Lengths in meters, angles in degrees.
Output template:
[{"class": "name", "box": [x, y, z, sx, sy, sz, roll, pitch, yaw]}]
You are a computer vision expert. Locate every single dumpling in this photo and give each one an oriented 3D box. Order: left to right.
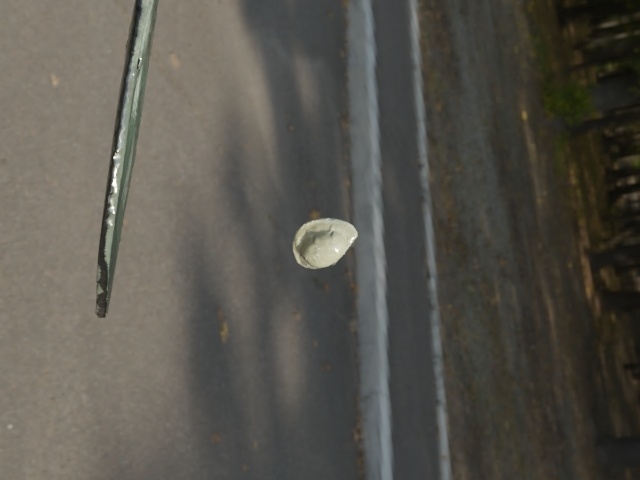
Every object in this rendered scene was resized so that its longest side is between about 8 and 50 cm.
[{"class": "dumpling", "box": [-0.001, 0.001, 1.210, 0.059, 0.077, 0.043, 51, 46, -22]}]

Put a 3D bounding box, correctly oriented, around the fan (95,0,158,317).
[{"class": "fan", "box": [-0.082, -0.113, 0.505, 0.223, 0.012, 0.294, -96, -162, -58]}]
